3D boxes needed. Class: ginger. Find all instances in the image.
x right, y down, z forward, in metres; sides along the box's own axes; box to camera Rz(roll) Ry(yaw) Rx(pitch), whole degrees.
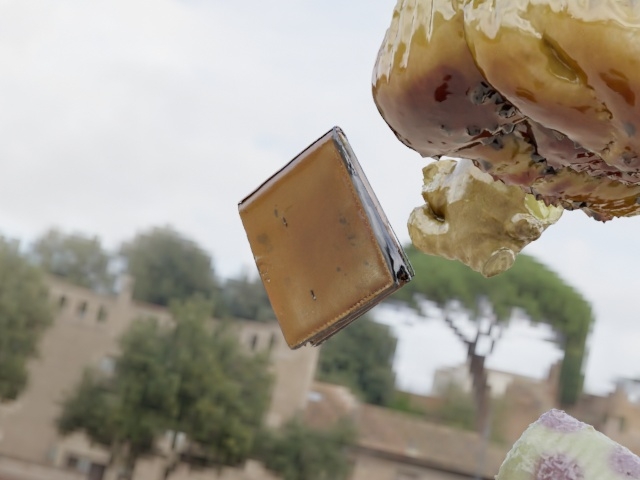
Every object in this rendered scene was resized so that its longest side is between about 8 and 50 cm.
[{"bbox_3d":[0.188,-0.064,1.837,0.157,0.216,0.102,23,-12,49],"label":"ginger"}]

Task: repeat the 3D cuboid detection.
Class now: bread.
[{"bbox_3d":[0.355,0.347,2.064,0.338,0.155,0.187,28,-46,25],"label":"bread"}]

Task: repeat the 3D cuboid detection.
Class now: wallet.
[{"bbox_3d":[0.001,0.001,1.967,0.161,0.195,0.042,-35,-24,27],"label":"wallet"}]

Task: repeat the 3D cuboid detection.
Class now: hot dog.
[{"bbox_3d":[0.236,-0.127,1.474,0.365,0.196,0.367,18,-16,-41],"label":"hot dog"}]
